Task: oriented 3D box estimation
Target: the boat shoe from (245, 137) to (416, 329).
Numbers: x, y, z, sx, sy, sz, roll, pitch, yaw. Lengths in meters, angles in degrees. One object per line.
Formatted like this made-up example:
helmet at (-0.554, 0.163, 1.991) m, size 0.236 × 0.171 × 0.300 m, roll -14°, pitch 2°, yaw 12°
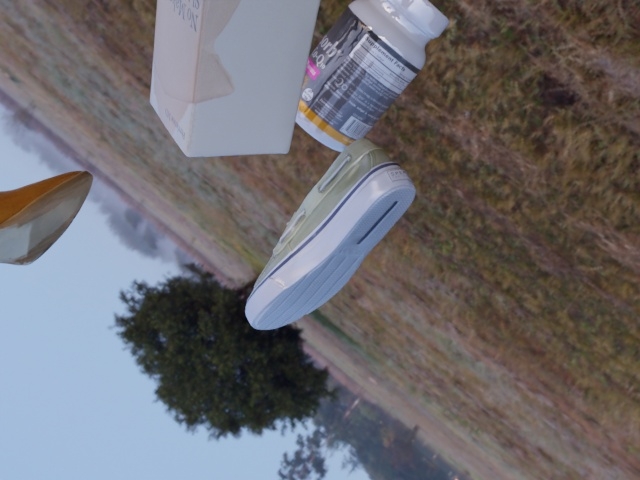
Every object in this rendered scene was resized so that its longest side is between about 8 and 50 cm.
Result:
boat shoe at (0.000, 0.000, 0.840) m, size 0.109 × 0.302 × 0.094 m, roll 10°, pitch -139°, yaw -49°

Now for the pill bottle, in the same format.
pill bottle at (0.074, -0.297, 1.093) m, size 0.162 × 0.278 × 0.162 m, roll 35°, pitch -159°, yaw -16°

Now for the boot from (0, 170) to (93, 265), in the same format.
boot at (-0.405, -0.041, 0.677) m, size 0.211 × 0.104 × 0.295 m, roll 33°, pitch -139°, yaw 3°

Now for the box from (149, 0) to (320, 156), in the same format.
box at (-0.083, -0.251, 0.649) m, size 0.121 × 0.311 × 0.148 m, roll -7°, pitch -143°, yaw -30°
